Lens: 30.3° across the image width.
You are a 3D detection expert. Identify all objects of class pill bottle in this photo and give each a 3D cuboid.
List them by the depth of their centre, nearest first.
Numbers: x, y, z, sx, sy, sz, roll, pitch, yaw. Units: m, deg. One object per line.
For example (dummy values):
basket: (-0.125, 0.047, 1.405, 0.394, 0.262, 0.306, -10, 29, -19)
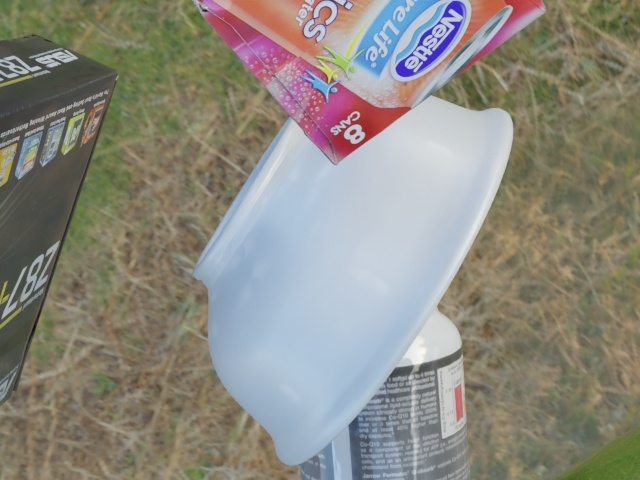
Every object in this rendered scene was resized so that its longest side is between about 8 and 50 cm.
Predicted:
pill bottle: (0.055, 0.151, 1.092, 0.162, 0.162, 0.278, 0, 99, 27)

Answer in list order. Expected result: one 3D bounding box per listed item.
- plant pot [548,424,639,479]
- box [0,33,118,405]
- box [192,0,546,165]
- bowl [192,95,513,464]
plant pot: (0.278, 0.197, 0.583, 0.353, 0.366, 0.366, -46, 58, 13)
box: (-0.286, 0.031, 0.832, 0.097, 0.395, 0.318, 24, 106, 2)
box: (-0.012, -0.176, 0.605, 0.128, 0.122, 0.257, -36, 42, 8)
bowl: (0.000, 0.000, 0.852, 0.134, 0.298, 0.298, 32, 88, -6)
